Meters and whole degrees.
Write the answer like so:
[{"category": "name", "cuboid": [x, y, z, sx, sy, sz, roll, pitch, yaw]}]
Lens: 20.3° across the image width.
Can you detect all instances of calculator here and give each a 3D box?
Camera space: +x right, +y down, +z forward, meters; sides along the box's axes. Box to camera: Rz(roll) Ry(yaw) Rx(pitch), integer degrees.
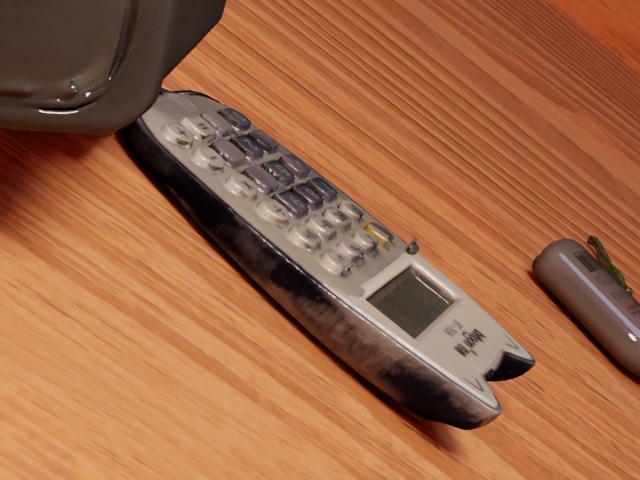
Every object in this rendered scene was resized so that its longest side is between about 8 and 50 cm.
[{"category": "calculator", "cuboid": [0.000, 0.000, 0.976, 0.268, 0.040, 0.177, 44, 16, 6]}]

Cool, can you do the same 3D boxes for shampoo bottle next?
[{"category": "shampoo bottle", "cuboid": [0.229, 0.067, 1.338, 0.165, 0.040, 0.080, 48, 16, 16]}]

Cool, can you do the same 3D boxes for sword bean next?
[{"category": "sword bean", "cuboid": [0.252, 0.022, 1.558, 0.012, 0.012, 0.083, 31, 22, -35]}]

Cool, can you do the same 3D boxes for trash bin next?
[{"category": "trash bin", "cuboid": [-0.134, -0.125, 0.765, 0.176, 0.101, 0.236, 12, 18, 5]}]

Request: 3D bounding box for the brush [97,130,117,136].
[{"category": "brush", "cuboid": [-0.113, -0.105, 0.943, 0.070, 0.051, 0.323, 16, 20, 4]}]
